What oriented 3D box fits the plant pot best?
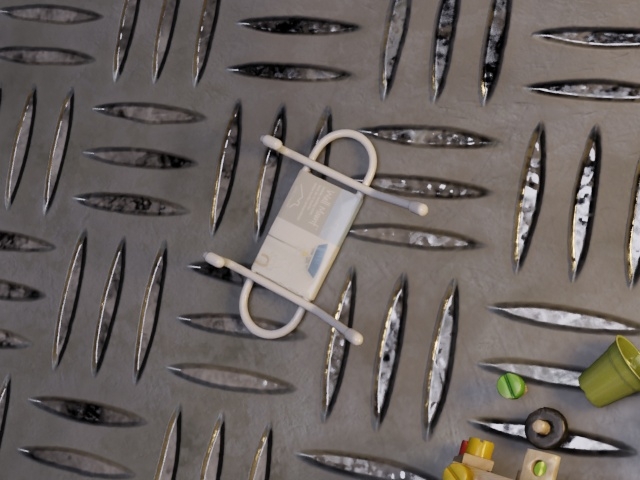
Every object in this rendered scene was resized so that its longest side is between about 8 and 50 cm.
[{"bbox_3d":[0.390,0.182,1.531,0.079,0.083,0.083,-41,66,24],"label":"plant pot"}]

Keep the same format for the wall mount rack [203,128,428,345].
[{"bbox_3d":[0.000,0.000,1.698,0.304,0.130,0.350,26,90,25],"label":"wall mount rack"}]

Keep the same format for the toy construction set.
[{"bbox_3d":[0.221,0.356,1.465,0.257,0.237,0.309,41,97,28],"label":"toy construction set"}]
